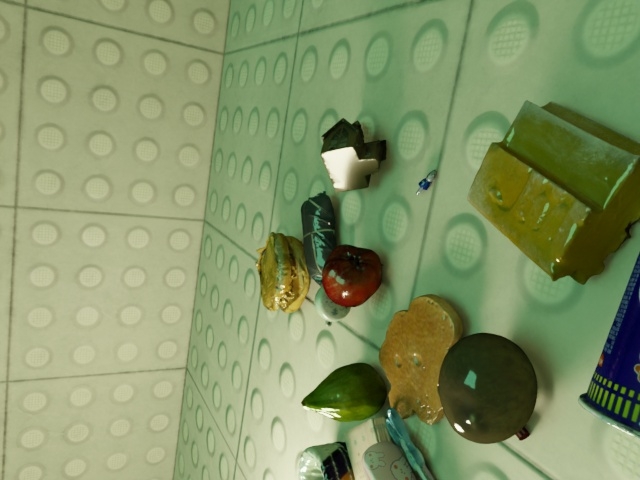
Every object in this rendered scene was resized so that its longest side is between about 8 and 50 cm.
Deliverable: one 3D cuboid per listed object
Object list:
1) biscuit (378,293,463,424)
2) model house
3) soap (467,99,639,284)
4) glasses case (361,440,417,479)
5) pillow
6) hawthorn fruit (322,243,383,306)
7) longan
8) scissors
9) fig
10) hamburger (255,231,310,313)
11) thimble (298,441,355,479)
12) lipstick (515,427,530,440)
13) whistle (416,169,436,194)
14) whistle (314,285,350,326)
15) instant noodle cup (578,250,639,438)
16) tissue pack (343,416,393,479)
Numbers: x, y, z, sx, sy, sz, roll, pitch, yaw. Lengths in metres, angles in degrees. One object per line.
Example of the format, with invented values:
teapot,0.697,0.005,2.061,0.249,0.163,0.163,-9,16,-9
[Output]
biscuit,0.260,0.312,1.268,0.269,0.051,0.375,49,132,47
model house,0.116,-0.298,1.526,0.176,0.180,0.248,-6,48,22
soap,0.439,-0.100,0.924,0.259,0.143,0.281,-68,29,25
glasses case,0.204,0.654,1.245,0.296,0.113,0.075,62,148,31
pillow,0.000,0.000,1.718,0.162,0.093,0.334,-22,70,55
hawthorn fruit,0.091,0.117,1.476,0.202,0.185,0.185,98,155,-45
longan,0.334,0.293,0.999,0.197,0.197,0.219,13,106,60
scissors,0.242,0.556,1.276,0.256,0.030,0.125,54,159,40
fig,0.076,0.455,1.443,0.167,0.234,0.167,61,179,3
hamburger,-0.141,0.116,1.874,0.319,0.158,0.318,179,90,-65
thimble,0.033,0.748,1.527,0.237,0.150,0.237,-6,84,60
lipstick,0.384,0.352,1.078,0.176,0.027,0.027,57,134,49
whistle,0.278,-0.153,1.311,0.083,0.029,0.033,-54,6,36
whistle,0.050,0.150,1.601,0.067,0.126,0.257,-2,72,62
instant noodle cup,0.520,0.109,0.649,0.284,0.284,0.312,12,90,60
tissue pack,0.166,0.678,1.379,0.170,0.071,0.325,-55,42,46
